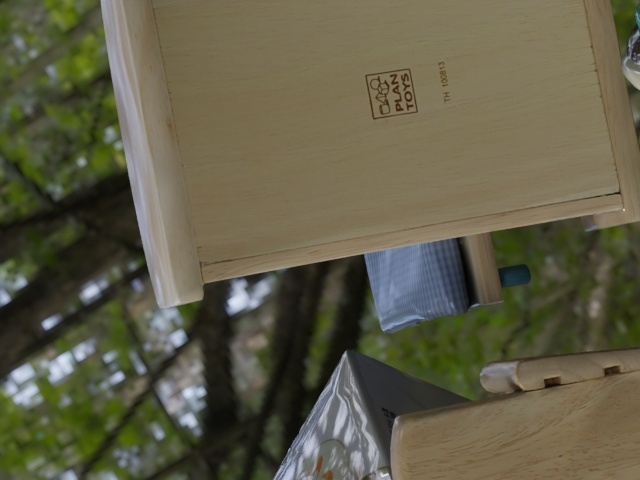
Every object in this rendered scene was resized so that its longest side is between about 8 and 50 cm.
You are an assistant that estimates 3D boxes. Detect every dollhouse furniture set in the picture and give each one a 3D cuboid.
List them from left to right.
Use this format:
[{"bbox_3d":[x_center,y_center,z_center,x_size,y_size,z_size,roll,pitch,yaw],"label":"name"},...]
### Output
[{"bbox_3d":[0.000,0.000,0.852,0.303,0.198,0.286,161,99,-75],"label":"dollhouse furniture set"}]

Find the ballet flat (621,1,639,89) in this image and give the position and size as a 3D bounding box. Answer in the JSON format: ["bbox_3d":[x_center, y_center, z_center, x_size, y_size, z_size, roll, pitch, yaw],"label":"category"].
[{"bbox_3d":[0.176,-0.029,0.358,0.086,0.248,0.086,6,-98,-48],"label":"ballet flat"}]

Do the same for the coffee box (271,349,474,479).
[{"bbox_3d":[0.007,0.199,0.885,0.098,0.247,0.141,24,-162,-17],"label":"coffee box"}]
